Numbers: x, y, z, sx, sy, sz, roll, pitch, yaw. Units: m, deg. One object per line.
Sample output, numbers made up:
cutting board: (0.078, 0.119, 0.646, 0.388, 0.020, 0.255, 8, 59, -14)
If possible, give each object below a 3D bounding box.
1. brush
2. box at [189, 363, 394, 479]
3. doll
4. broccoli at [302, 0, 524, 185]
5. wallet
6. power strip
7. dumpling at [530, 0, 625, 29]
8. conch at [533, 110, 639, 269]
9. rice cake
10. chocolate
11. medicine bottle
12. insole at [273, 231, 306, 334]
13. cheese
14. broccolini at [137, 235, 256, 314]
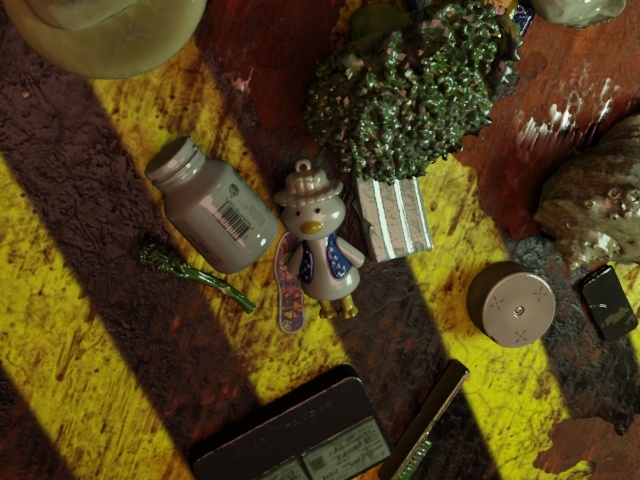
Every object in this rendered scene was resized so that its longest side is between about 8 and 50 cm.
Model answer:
brush: (0.203, 0.357, 1.816, 0.048, 0.054, 0.282, 26, 99, -30)
box: (-0.050, 0.393, 1.759, 0.350, 0.058, 0.211, -28, 114, -5)
doll: (0.000, 0.000, 1.610, 0.138, 0.119, 0.293, -5, 113, 19)
broccoli: (0.145, -0.243, 1.464, 0.323, 0.272, 0.334, -3, 157, 23)
wallet: (0.563, 0.126, 1.856, 0.082, 0.018, 0.157, -31, 114, -3)
power strip: (0.355, 0.117, 1.764, 0.154, 0.078, 0.154, -4, 105, -13)
dumpling: (0.409, -0.433, 1.542, 0.247, 0.172, 0.142, 44, 70, -33)
conch: (0.568, -0.071, 1.703, 0.352, 0.210, 0.297, -46, 127, 5)
rice cake: (0.118, -0.078, 1.656, 0.127, 0.043, 0.237, -15, 109, -11)
chocolate: (-0.283, -0.384, 1.319, 0.326, 0.297, 0.314, -44, 118, 1)
medicine bottle: (-0.179, -0.060, 1.532, 0.135, 0.135, 0.215, -40, 113, 0)
insole: (-0.052, 0.075, 1.682, 0.065, 0.004, 0.197, -3, 108, -14)
cheese: (0.233, -0.407, 1.565, 0.270, 0.069, 0.177, 23, 100, -21)
broccolini: (-0.209, 0.065, 1.621, 0.239, 0.051, 0.054, 32, 91, -29)
